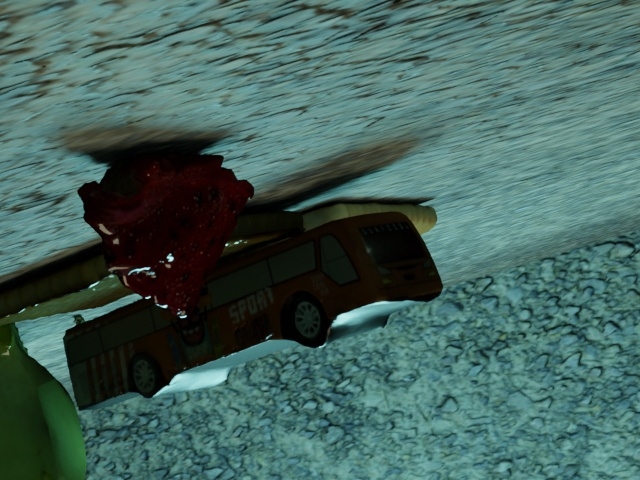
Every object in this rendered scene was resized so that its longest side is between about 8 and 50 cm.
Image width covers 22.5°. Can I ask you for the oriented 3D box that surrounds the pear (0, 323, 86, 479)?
[{"bbox_3d":[-0.342,0.223,1.396,0.286,0.281,0.176,-14,165,-11],"label":"pear"}]

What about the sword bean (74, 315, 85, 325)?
[{"bbox_3d":[-0.256,0.088,1.711,0.012,0.012,0.083,-15,172,-10],"label":"sword bean"}]

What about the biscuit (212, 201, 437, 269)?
[{"bbox_3d":[0.000,0.001,1.491,0.160,0.030,0.250,-19,173,22],"label":"biscuit"}]

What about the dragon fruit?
[{"bbox_3d":[-0.085,-0.022,0.910,0.063,0.097,0.131,-21,153,16],"label":"dragon fruit"}]

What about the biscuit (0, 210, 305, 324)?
[{"bbox_3d":[-0.150,0.022,1.293,0.255,0.029,0.172,-19,174,33],"label":"biscuit"}]

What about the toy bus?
[{"bbox_3d":[-0.072,0.069,1.367,0.093,0.092,0.409,-9,171,-46],"label":"toy bus"}]
